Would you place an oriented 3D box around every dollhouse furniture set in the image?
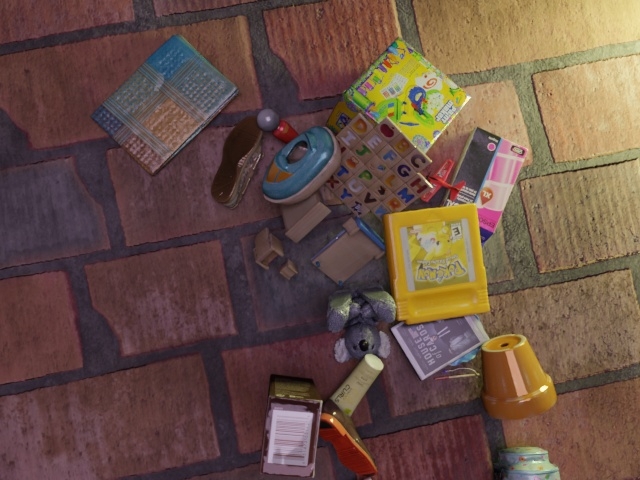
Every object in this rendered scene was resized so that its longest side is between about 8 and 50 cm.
[{"bbox_3d":[0.000,0.000,1.871,0.286,0.198,0.303,-42,121,15],"label":"dollhouse furniture set"}]

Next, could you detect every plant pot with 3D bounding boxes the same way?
[{"bbox_3d":[0.545,0.377,1.785,0.205,0.205,0.187,-18,97,-5],"label":"plant pot"}]

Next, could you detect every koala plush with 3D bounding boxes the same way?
[{"bbox_3d":[0.120,0.251,1.821,0.196,0.203,0.221,-10,107,-1],"label":"koala plush"}]

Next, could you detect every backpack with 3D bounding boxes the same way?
[{"bbox_3d":[0.593,0.666,1.789,0.166,0.188,0.144,-1,86,-3],"label":"backpack"}]

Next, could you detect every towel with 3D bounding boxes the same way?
[{"bbox_3d":[-0.467,-0.412,1.890,0.271,0.040,0.370,44,86,2],"label":"towel"}]

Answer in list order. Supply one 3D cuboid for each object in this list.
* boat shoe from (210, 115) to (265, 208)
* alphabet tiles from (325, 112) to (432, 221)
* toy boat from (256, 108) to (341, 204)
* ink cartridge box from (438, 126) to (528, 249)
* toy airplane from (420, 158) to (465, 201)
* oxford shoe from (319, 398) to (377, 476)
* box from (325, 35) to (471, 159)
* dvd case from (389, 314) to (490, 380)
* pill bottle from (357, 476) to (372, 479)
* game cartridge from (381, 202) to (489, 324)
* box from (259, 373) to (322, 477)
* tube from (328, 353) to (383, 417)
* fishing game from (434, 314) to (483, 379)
[{"bbox_3d":[-0.239,-0.235,1.873,0.105,0.089,0.285,20,81,25],"label":"boat shoe"},{"bbox_3d":[0.147,-0.196,1.776,0.285,0.342,0.011,45,50,-5],"label":"alphabet tiles"},{"bbox_3d":[-0.089,-0.250,1.772,0.267,0.148,0.318,-42,44,17],"label":"toy boat"},{"bbox_3d":[0.478,-0.144,1.913,0.176,0.069,0.370,24,87,-1],"label":"ink cartridge box"},{"bbox_3d":[0.372,-0.171,1.883,0.028,0.151,0.151,35,82,-44],"label":"toy airplane"},{"bbox_3d":[0.087,0.571,1.810,0.097,0.098,0.271,-22,113,32],"label":"oxford shoe"},{"bbox_3d":[0.223,-0.374,1.813,0.279,0.177,0.290,41,64,1],"label":"box"},{"bbox_3d":[0.351,0.277,1.852,0.239,0.029,0.179,-30,79,-7],"label":"dvd case"},{"bbox_3d":[0.097,0.743,1.810,0.137,0.078,0.078,-25,87,-5],"label":"pill bottle"},{"bbox_3d":[0.335,0.067,1.811,0.285,0.053,0.323,-8,89,-11],"label":"game cartridge"},{"bbox_3d":[-0.082,0.481,1.668,0.143,0.381,0.191,7,86,-5],"label":"box"},{"bbox_3d":[0.096,0.431,1.809,0.070,0.062,0.240,53,123,35],"label":"tube"},{"bbox_3d":[0.403,0.286,1.884,0.189,0.041,0.264,-4,86,-1],"label":"fishing game"}]
